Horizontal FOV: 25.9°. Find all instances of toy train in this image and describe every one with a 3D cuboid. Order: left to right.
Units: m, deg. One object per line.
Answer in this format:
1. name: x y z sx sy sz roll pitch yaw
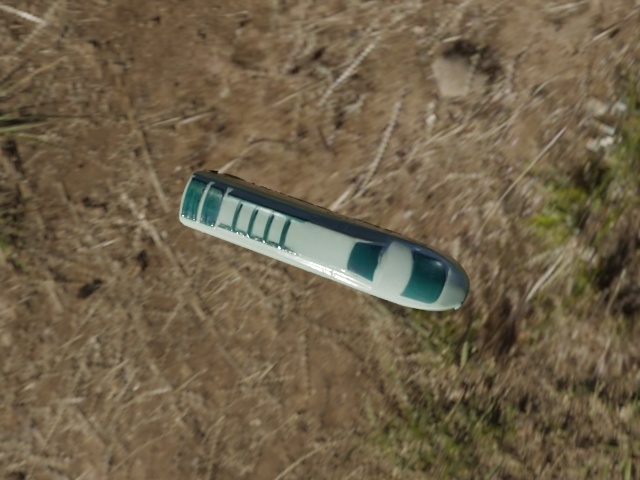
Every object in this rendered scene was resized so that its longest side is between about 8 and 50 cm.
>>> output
1. toy train: 0.000 0.000 1.788 0.407 0.088 0.086 19 93 30
